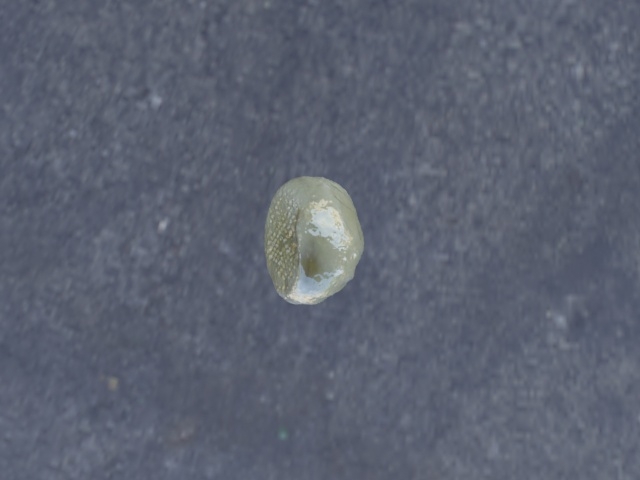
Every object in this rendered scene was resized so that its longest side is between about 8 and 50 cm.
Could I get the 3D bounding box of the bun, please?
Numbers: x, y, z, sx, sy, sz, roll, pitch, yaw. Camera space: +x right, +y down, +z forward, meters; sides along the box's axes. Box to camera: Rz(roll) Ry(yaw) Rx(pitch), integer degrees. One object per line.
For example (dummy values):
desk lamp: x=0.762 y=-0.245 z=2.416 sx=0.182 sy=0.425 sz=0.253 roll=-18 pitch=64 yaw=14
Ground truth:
bun: x=0.000 y=0.000 z=1.074 sx=0.055 sy=0.086 sz=0.086 roll=1 pitch=127 yaw=-20
